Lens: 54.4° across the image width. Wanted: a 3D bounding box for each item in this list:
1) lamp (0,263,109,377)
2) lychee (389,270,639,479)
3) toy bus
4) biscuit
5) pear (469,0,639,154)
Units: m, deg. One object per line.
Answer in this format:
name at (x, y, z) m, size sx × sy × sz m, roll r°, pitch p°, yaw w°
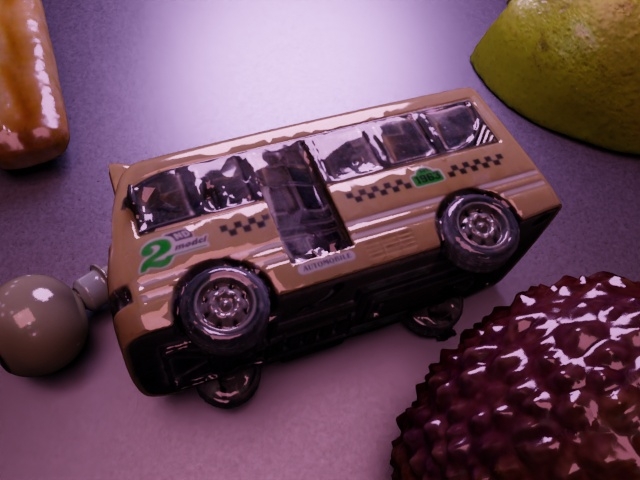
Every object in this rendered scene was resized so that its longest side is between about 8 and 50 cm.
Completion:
lamp at (-0.223, 0.056, 0.576) m, size 0.163 × 0.091 × 0.091 m, roll -33°, pitch 68°, yaw -33°
lychee at (0.180, 0.159, 0.456) m, size 0.271 × 0.271 × 0.271 m, roll 1°, pitch 64°, yaw -2°
toy bus at (0.000, 0.000, 0.548) m, size 0.365 × 0.177 × 0.202 m, roll -16°, pitch 64°, yaw -17°
biscuit at (-0.413, -0.184, 0.692) m, size 0.236 × 0.062 × 0.291 m, roll -18°, pitch 66°, yaw -11°
pear at (0.358, -0.218, 0.708) m, size 0.288 × 0.139 × 0.239 m, roll -27°, pitch 76°, yaw -13°
